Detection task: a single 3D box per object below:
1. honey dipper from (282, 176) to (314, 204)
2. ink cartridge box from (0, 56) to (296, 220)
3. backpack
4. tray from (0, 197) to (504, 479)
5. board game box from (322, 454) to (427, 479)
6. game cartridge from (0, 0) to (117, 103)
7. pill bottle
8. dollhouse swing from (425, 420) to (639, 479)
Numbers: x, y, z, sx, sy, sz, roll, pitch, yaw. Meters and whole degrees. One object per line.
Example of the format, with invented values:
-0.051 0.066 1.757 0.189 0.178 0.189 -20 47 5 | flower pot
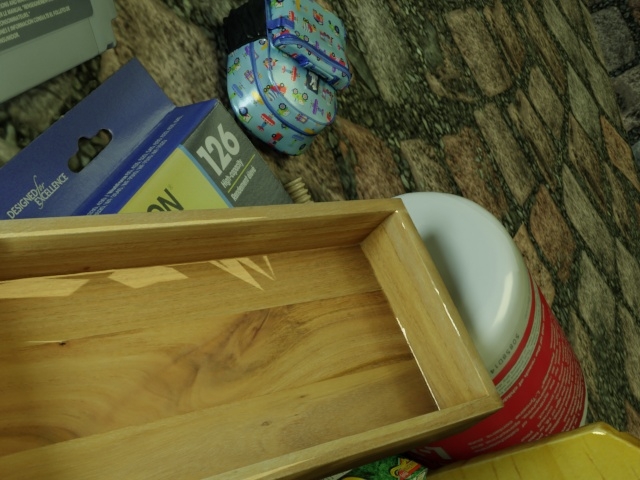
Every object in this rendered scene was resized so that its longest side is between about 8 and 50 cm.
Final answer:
0.000 0.000 1.054 0.160 0.030 0.030 62 31 -6 | honey dipper
-0.129 -0.009 0.836 0.307 0.072 0.303 54 33 -20 | ink cartridge box
-0.038 -0.200 1.060 0.158 0.117 0.173 28 49 -43 | backpack
-0.065 0.080 0.621 0.411 0.076 0.203 -5 61 -40 | tray
-0.019 0.227 0.779 0.260 0.136 0.030 -11 119 -58 | board game box
-0.268 -0.222 0.706 0.297 0.062 0.198 -61 137 -63 | game cartridge
0.164 0.145 0.970 0.407 0.229 0.229 49 32 -46 | pill bottle
0.300 0.331 0.956 0.305 0.347 0.315 -17 83 -60 | dollhouse swing
